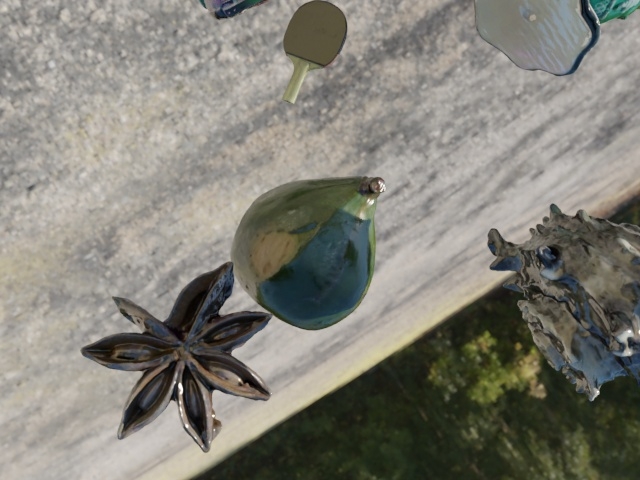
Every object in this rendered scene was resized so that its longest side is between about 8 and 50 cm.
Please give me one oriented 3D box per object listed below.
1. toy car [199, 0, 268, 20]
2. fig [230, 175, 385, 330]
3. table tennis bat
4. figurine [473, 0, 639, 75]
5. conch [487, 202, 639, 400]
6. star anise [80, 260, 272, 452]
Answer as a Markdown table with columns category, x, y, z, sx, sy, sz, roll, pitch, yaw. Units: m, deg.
| category | x | y | z | sx | sy | sz | roll | pitch | yaw |
| --- | --- | --- | --- | --- | --- | --- | --- | --- | --- |
| toy car | -0.056 | -0.202 | 0.640 | 0.069 | 0.055 | 0.142 | -28 | -153 | 10 |
| fig | 0.000 | 0.000 | 1.101 | 0.245 | 0.195 | 0.195 | -44 | 164 | 17 |
| table tennis bat | -0.018 | -0.270 | 1.217 | 0.013 | 0.087 | 0.156 | 23 | 90 | -83 |
| figurine | 0.374 | -0.408 | 1.171 | 0.340 | 0.231 | 0.324 | -47 | 171 | -25 |
| conch | 0.314 | 0.089 | 0.923 | 0.186 | 0.313 | 0.241 | -39 | 142 | -34 |
| star anise | -0.148 | 0.139 | 0.948 | 0.212 | 0.197 | 0.073 | -17 | 176 | -9 |
